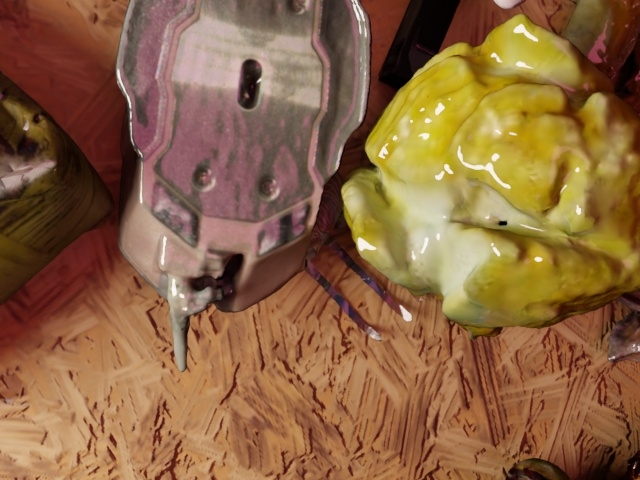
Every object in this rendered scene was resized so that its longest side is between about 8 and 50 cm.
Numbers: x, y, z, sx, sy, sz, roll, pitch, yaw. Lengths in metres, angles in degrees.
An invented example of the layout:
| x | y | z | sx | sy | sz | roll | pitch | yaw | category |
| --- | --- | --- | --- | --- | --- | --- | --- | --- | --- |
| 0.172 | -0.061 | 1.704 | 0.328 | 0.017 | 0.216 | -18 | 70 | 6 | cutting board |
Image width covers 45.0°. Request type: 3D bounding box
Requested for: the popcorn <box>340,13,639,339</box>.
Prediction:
| x | y | z | sx | sy | sz | roll | pitch | yaw | category |
| --- | --- | --- | --- | --- | --- | --- | --- | --- | --- |
| 0.162 | -0.029 | 0.636 | 0.276 | 0.276 | 0.225 | 38 | 98 | -14 | popcorn |

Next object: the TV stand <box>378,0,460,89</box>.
| x | y | z | sx | sy | sz | roll | pitch | yaw | category |
| --- | --- | --- | --- | --- | --- | --- | --- | --- | --- |
| 0.129 | -0.260 | 0.727 | 0.049 | 0.040 | 0.256 | 24 | 86 | -15 | TV stand |

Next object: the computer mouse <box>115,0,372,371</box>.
| x | y | z | sx | sy | sz | roll | pitch | yaw | category |
| --- | --- | --- | --- | --- | --- | --- | --- | --- | --- |
| -0.075 | -0.087 | 0.641 | 0.199 | 0.115 | 0.389 | 9 | 93 | -17 | computer mouse |

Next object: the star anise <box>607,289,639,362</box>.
| x | y | z | sx | sy | sz | roll | pitch | yaw | category |
| --- | --- | --- | --- | --- | --- | --- | --- | --- | --- |
| 0.383 | 0.040 | 0.789 | 0.212 | 0.073 | 0.197 | 10 | 99 | -16 | star anise |

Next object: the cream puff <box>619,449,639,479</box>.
| x | y | z | sx | sy | sz | roll | pitch | yaw | category |
| --- | --- | --- | --- | --- | --- | --- | --- | --- | --- |
| 0.391 | 0.290 | 0.726 | 0.239 | 0.239 | 0.165 | 36 | 99 | -14 | cream puff |

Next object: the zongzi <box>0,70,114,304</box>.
| x | y | z | sx | sy | sz | roll | pitch | yaw | category |
| --- | --- | --- | --- | --- | --- | --- | --- | --- | --- |
| -0.348 | -0.051 | 0.571 | 0.274 | 0.145 | 0.300 | -43 | 86 | -5 | zongzi |

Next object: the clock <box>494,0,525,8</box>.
| x | y | z | sx | sy | sz | roll | pitch | yaw | category |
| --- | --- | --- | --- | --- | --- | --- | --- | --- | --- |
| 0.131 | -0.403 | 0.574 | 0.368 | 0.250 | 0.376 | -38 | 94 | 6 | clock |

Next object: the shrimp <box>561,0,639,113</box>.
| x | y | z | sx | sy | sz | roll | pitch | yaw | category |
| --- | --- | --- | --- | --- | --- | --- | --- | --- | --- |
| 0.287 | -0.173 | 0.769 | 0.145 | 0.061 | 0.267 | 41 | 79 | -23 | shrimp |

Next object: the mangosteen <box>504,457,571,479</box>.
| x | y | z | sx | sy | sz | roll | pitch | yaw | category |
| --- | --- | --- | --- | --- | --- | --- | --- | --- | --- |
| 0.192 | 0.318 | 0.692 | 0.210 | 0.210 | 0.209 | -1 | 92 | -16 | mangosteen |

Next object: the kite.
| x | y | z | sx | sy | sz | roll | pitch | yaw | category |
| --- | --- | --- | --- | --- | --- | --- | --- | --- | --- |
| -0.001 | 0.000 | 0.717 | 0.127 | 0.016 | 0.229 | -42 | 99 | -7 | kite |
